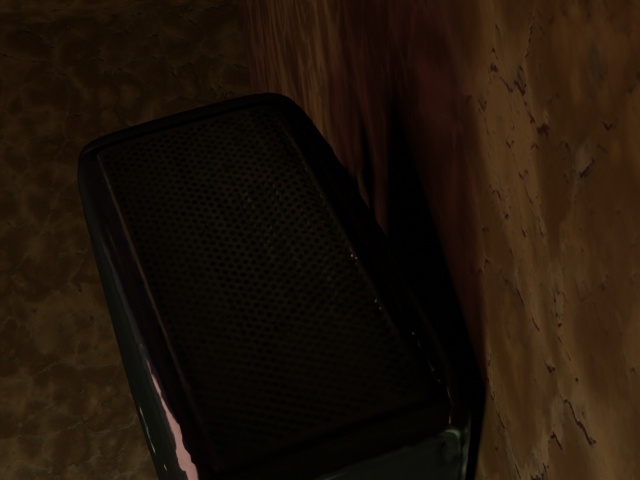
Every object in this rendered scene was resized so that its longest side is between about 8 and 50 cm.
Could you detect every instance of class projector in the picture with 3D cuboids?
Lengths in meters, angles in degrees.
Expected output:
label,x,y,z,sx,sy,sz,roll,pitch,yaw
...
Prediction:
label,x,y,z,sx,sy,sz,roll,pitch,yaw
projector,-0.046,0.132,1.063,0.395,0.242,0.405,86,161,-49

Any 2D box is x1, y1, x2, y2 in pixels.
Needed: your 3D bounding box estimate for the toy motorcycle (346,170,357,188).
label,x,y,z,sx,sy,sz,roll,pitch,yaw
toy motorcycle,0.000,0.000,1.390,0.358,0.125,0.212,97,156,-79
